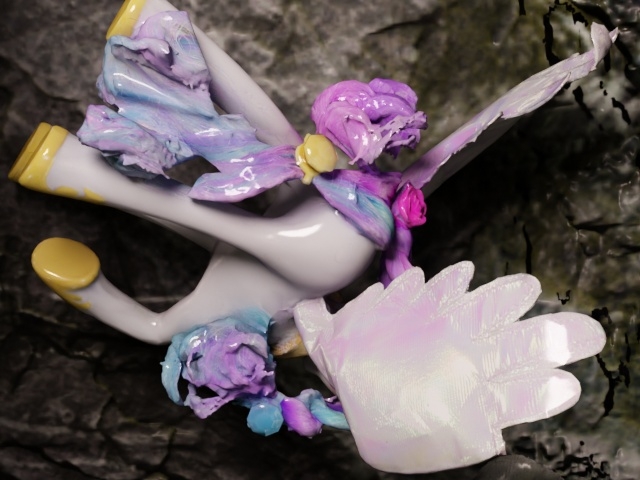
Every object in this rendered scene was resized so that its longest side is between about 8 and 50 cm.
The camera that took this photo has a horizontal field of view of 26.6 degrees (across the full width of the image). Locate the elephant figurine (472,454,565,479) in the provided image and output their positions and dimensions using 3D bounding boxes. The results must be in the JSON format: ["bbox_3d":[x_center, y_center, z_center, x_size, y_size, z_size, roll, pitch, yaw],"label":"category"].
[{"bbox_3d":[0.140,0.250,1.005,0.239,0.169,0.186,15,84,12],"label":"elephant figurine"}]

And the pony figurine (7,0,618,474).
[{"bbox_3d":[0.000,0.000,0.858,0.363,0.303,0.351,32,143,-15],"label":"pony figurine"}]
